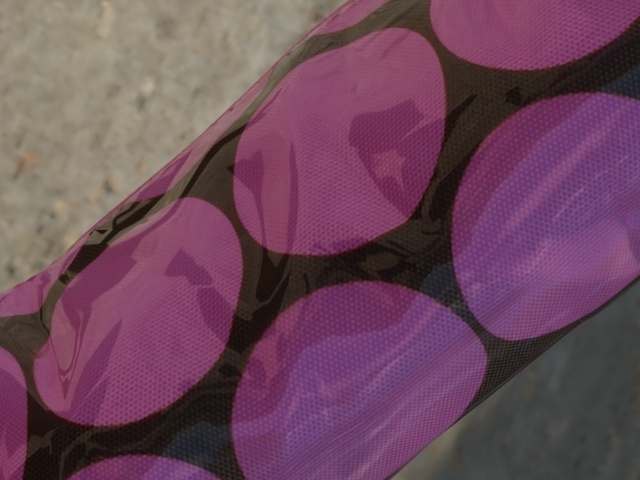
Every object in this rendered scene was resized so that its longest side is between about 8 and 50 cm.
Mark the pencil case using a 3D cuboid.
[{"bbox_3d":[0.000,0.000,0.374,0.209,0.098,0.095,-40,168,5],"label":"pencil case"}]
